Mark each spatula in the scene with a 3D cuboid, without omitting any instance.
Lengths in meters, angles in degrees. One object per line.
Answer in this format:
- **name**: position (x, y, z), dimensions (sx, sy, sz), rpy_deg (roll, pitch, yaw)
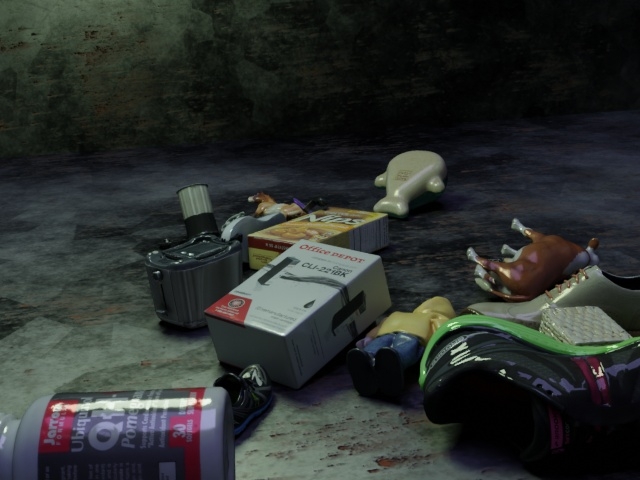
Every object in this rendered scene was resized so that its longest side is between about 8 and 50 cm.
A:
- **spatula**: position (-0.021, -0.094, 2.420), dimensions (0.084, 0.030, 0.296), rpy_deg (39, -10, -7)

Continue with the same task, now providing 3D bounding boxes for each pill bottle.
- **pill bottle**: position (-0.269, 0.274, 1.136), dimensions (0.318, 0.176, 0.176), rpy_deg (-3, 16, -1)

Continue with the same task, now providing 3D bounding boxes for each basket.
- **basket**: position (0.426, 0.180, 1.492), dimensions (0.113, 0.103, 0.167), rpy_deg (-3, 16, -6)

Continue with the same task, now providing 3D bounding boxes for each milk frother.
- **milk frother**: position (-0.344, -0.058, 2.333), dimensions (0.143, 0.135, 0.129), rpy_deg (-9, -13, -30)

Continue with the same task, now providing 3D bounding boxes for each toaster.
- **toaster**: position (-0.240, 0.079, 1.839), dimensions (0.129, 0.147, 0.227), rpy_deg (12, 22, 37)

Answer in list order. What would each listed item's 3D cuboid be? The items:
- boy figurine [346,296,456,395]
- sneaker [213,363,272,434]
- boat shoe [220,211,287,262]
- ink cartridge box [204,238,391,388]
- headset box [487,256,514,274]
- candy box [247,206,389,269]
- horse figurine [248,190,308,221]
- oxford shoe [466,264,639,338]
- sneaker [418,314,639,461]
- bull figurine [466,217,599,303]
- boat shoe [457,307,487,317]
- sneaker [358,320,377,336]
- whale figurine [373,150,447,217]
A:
- **boy figurine**: position (0.148, 0.171, 1.576), dimensions (0.177, 0.092, 0.285), rpy_deg (-8, 9, 31)
- **sneaker**: position (-0.123, 0.234, 1.422), dimensions (0.067, 0.078, 0.188), rpy_deg (3, 17, 18)
- **boat shoe**: position (-0.182, -0.015, 2.216), dimensions (0.104, 0.113, 0.306), rpy_deg (-3, 13, 21)
- **ink cartridge box**: position (-0.035, 0.120, 1.630), dimensions (0.197, 0.114, 0.273), rpy_deg (12, 35, 39)
- **headset box**: position (0.414, 0.060, 2.021), dimensions (0.083, 0.032, 0.062), rpy_deg (-4, 17, -9)
- **candy box**: position (0.000, 0.000, 2.178), dimensions (0.182, 0.088, 0.316), rpy_deg (9, 20, 37)
- **horse figurine**: position (-0.121, -0.066, 2.461), dimensions (0.263, 0.066, 0.174), rpy_deg (10, 26, 39)
- **oxford shoe**: position (0.445, 0.111, 1.644), dimensions (0.396, 0.147, 0.140), rpy_deg (-3, 17, 0)
- **sneaker**: position (0.365, 0.233, 1.275), dimensions (0.482, 0.185, 0.202), rpy_deg (2, 35, 26)
- **bull figurine**: position (0.444, 0.043, 1.918), dimensions (0.188, 0.101, 0.310), rpy_deg (26, 33, 34)
- **boat shoe**: position (0.303, 0.183, 1.545), dimensions (0.072, 0.068, 0.190), rpy_deg (8, 30, -40)
- **sneaker**: position (0.047, 0.137, 1.762), dimensions (0.161, 0.057, 0.075), rpy_deg (6, 24, 35)
- **whale figurine**: position (0.252, -0.135, 2.590), dimensions (0.216, 0.141, 0.272), rpy_deg (7, 43, 29)
